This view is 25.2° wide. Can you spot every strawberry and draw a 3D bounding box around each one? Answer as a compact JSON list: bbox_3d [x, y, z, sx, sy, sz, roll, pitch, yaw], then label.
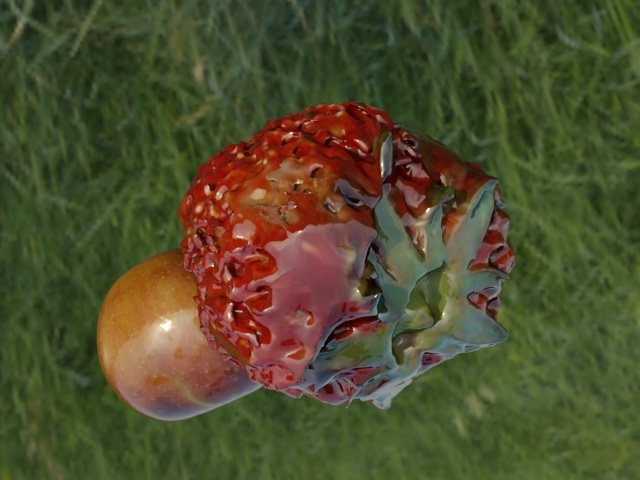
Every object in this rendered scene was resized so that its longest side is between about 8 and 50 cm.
[{"bbox_3d":[0.000,0.000,0.822,0.187,0.201,0.184,-43,132,-22],"label":"strawberry"}]

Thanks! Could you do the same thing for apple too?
[{"bbox_3d":[-0.126,0.082,1.403,0.201,0.162,0.201,-26,-172,4],"label":"apple"}]
